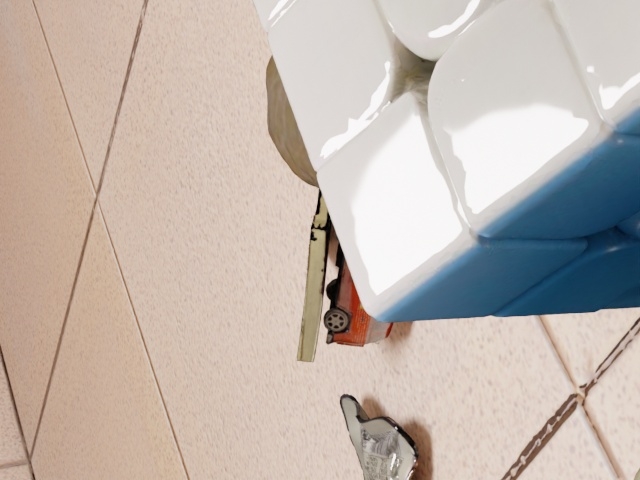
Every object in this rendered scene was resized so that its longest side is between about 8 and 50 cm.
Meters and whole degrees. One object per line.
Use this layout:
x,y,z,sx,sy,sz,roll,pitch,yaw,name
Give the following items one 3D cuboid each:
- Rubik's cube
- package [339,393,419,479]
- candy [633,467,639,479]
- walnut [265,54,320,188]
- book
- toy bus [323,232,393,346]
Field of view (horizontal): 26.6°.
0.167,-0.143,0.767,0.290,0.291,0.291,-41,60,42,Rubik's cube
0.077,0.282,1.456,0.166,0.040,0.232,2,107,68,package
0.295,0.119,0.777,0.135,0.179,0.321,54,144,43,candy
0.059,-0.136,1.171,0.224,0.224,0.224,28,122,60,walnut
0.001,0.000,1.431,0.231,0.026,0.158,-83,-2,-59,book
0.048,0.028,1.382,0.079,0.077,0.174,-84,1,-62,toy bus
